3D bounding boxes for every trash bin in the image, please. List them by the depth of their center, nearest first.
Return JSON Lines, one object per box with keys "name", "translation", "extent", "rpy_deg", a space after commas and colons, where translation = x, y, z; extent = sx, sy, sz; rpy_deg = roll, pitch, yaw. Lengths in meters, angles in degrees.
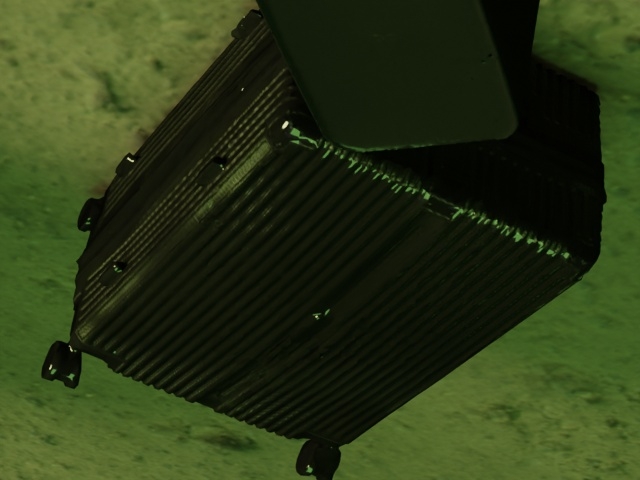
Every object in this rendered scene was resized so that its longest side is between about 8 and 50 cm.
{"name": "trash bin", "translation": [0.039, -0.174, 0.827], "extent": [0.115, 0.226, 0.165], "rpy_deg": [-2, 145, 18]}

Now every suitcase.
{"name": "suitcase", "translation": [0.000, 0.000, 1.159], "extent": [0.229, 0.152, 0.335], "rpy_deg": [22, 144, -21]}
